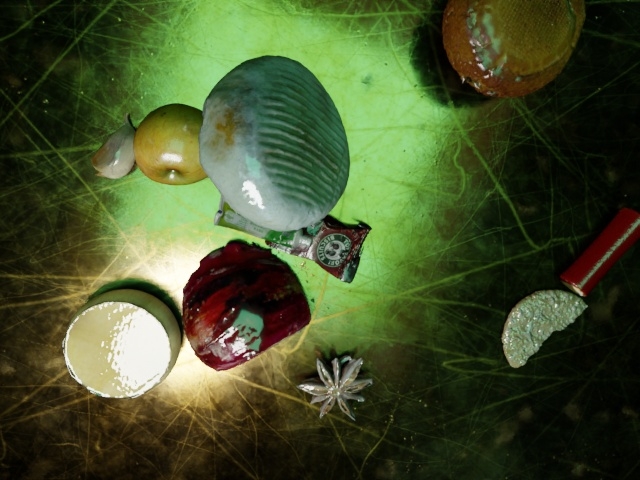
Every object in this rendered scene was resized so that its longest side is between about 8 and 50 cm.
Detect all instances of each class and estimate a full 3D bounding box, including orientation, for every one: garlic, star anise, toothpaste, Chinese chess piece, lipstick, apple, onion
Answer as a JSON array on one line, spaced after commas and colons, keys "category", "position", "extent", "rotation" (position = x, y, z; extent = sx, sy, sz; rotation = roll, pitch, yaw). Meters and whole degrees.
[{"category": "garlic", "position": [-0.449, -0.199, 1.038], "extent": [0.084, 0.066, 0.152], "rotation": [39, 98, -8]}, {"category": "star anise", "position": [0.035, 0.373, 1.188], "extent": [0.195, 0.065, 0.182], "rotation": [6, 105, -9]}, {"category": "toothpaste", "position": [-0.133, -0.034, 1.081], "extent": [0.248, 0.047, 0.078], "rotation": [19, 101, 13]}, {"category": "Chinese chess piece", "position": [-0.463, 0.242, 1.103], "extent": [0.257, 0.104, 0.257], "rotation": [-1, 102, -4]}, {"category": "lipstick", "position": [0.707, 0.029, 1.163], "extent": [0.080, 0.080, 0.241], "rotation": [38, 96, -10]}, {"category": "apple", "position": [-0.303, -0.206, 1.001], "extent": [0.182, 0.182, 0.155], "rotation": [2, 71, -5]}, {"category": "onion", "position": [-0.204, 0.161, 1.090], "extent": [0.314, 0.146, 0.280], "rotation": [-29, 97, 6]}]

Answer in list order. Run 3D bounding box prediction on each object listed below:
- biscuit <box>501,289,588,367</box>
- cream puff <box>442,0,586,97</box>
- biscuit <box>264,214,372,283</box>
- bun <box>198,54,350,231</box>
[{"category": "biscuit", "position": [0.557, 0.209, 1.209], "extent": [0.250, 0.032, 0.133], "rotation": [-43, 100, 5]}, {"category": "cream puff", "position": [0.393, -0.449, 0.985], "extent": [0.303, 0.212, 0.303], "rotation": [-2, 97, -12]}, {"category": "biscuit", "position": [0.002, -0.006, 1.113], "extent": [0.235, 0.063, 0.151], "rotation": [24, 106, -12]}, {"category": "bun", "position": [-0.095, -0.186, 0.954], "extent": [0.211, 0.362, 0.362], "rotation": [-12, 104, 35]}]
